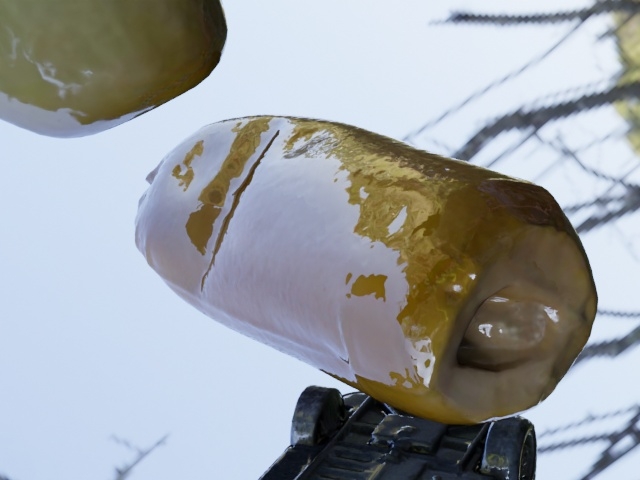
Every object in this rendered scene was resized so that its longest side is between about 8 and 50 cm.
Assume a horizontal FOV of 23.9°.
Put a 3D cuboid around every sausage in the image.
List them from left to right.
[{"bbox_3d":[0.004,0.002,0.829,0.116,0.134,0.354,25,179,-33],"label":"sausage"}]

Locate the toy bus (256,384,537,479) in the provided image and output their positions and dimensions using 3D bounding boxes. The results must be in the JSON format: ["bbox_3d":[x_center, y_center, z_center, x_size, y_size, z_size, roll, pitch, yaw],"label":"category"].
[{"bbox_3d":[0.020,0.189,0.781,0.139,0.157,0.289,7,-160,19],"label":"toy bus"}]

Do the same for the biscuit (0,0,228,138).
[{"bbox_3d":[-0.184,-0.123,0.512,0.062,0.237,0.290,-107,-7,-49],"label":"biscuit"}]
